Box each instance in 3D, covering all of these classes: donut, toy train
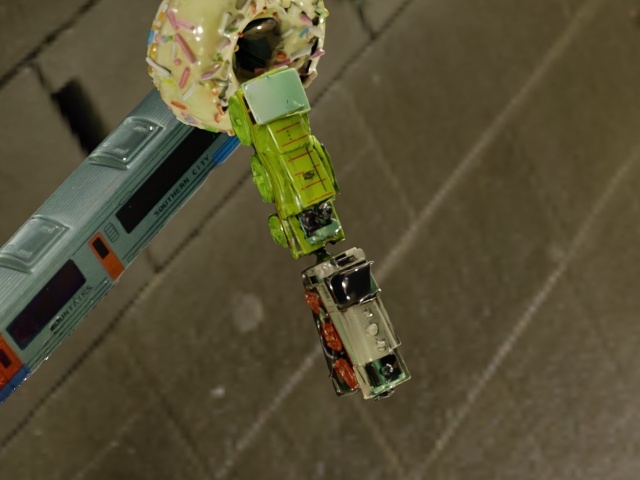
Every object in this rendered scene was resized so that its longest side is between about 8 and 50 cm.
[{"bbox_3d":[-0.062,-0.165,1.522,0.175,0.068,0.174,-27,130,-37],"label":"donut"},{"bbox_3d":[-0.226,0.007,1.662,0.409,0.086,0.089,-49,128,-26],"label":"toy train"},{"bbox_3d":[0.000,0.000,1.328,0.053,0.085,0.249,-23,92,-16],"label":"toy train"}]
